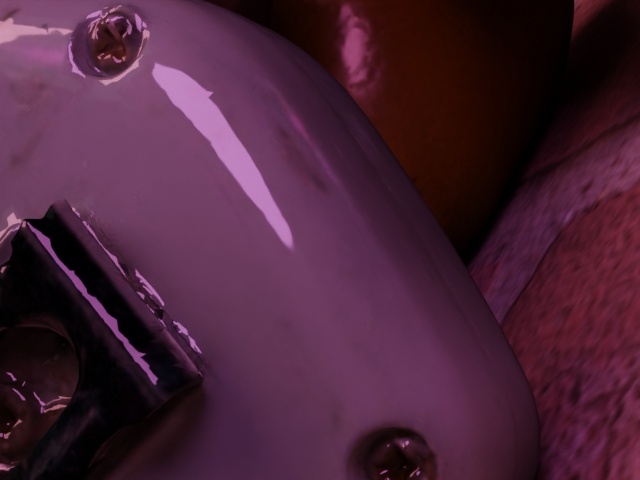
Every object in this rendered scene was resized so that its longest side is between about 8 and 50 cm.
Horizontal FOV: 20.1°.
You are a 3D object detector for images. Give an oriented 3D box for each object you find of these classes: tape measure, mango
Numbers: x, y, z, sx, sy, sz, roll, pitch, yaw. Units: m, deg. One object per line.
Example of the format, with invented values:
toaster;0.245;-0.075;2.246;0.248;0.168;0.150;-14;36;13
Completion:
tape measure;-0.081;0.046;0.527;0.246;0.243;0.125;-49;-17;16
mango;0.037;-0.085;0.782;0.120;0.151;0.221;-16;35;39

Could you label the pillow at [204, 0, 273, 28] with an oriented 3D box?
pillow;-0.085;-0.022;0.740;0.308;0.108;0.305;-174;92;-78
